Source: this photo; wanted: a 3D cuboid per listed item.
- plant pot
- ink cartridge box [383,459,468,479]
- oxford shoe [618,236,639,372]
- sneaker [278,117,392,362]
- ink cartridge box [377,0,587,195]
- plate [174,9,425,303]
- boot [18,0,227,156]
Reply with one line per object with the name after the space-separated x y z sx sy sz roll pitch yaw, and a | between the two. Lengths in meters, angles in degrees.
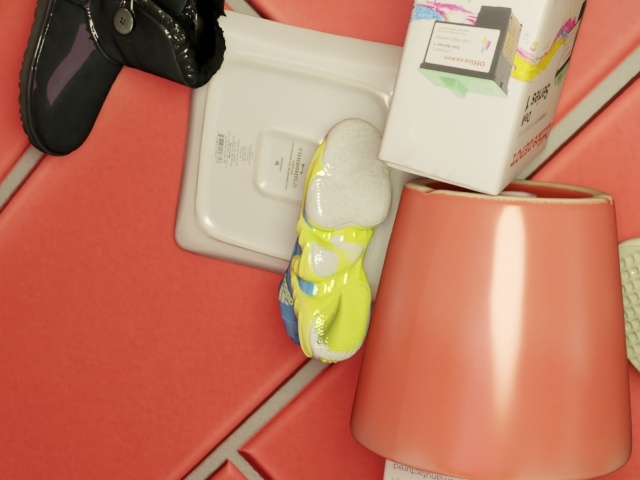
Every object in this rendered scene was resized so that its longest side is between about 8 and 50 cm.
0.167 0.070 1.170 0.274 0.275 0.243 7 99 19 | plant pot
0.152 0.307 1.326 0.171 0.100 0.237 13 110 18 | ink cartridge box
0.462 0.119 1.140 0.449 0.130 0.169 26 128 28 | oxford shoe
0.000 0.000 1.246 0.091 0.126 0.240 14 81 -24 | sneaker
0.161 -0.201 1.105 0.117 0.201 0.278 19 113 17 | ink cartridge box
-0.026 -0.082 1.306 0.277 0.045 0.277 15 112 17 | plate
-0.204 -0.184 1.294 0.207 0.094 0.247 20 107 31 | boot
